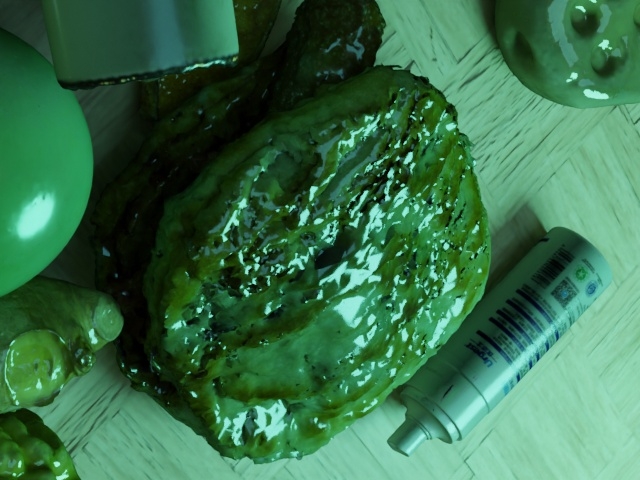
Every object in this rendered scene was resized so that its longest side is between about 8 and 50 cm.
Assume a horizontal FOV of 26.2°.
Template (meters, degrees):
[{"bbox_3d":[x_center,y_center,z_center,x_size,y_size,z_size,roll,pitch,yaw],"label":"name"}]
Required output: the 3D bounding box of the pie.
[{"bbox_3d":[0.000,0.022,1.247,0.395,0.180,0.418,-44,138,-11],"label":"pie"}]

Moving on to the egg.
[{"bbox_3d":[-0.295,-0.056,0.976,0.269,0.220,0.220,-1,107,-36],"label":"egg"}]

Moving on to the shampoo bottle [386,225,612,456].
[{"bbox_3d":[0.184,0.117,1.476,0.303,0.092,0.092,-45,127,-14],"label":"shampoo bottle"}]

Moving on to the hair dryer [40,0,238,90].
[{"bbox_3d":[-0.032,-0.232,0.966,0.362,0.128,0.203,-15,102,-31],"label":"hair dryer"}]

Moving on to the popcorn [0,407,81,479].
[{"bbox_3d":[-0.275,0.254,1.126,0.251,0.206,0.237,21,79,-51],"label":"popcorn"}]

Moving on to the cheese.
[{"bbox_3d":[0.286,-0.239,1.404,0.235,0.117,0.218,18,94,-38],"label":"cheese"}]

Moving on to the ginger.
[{"bbox_3d":[-0.261,0.081,1.074,0.216,0.157,0.102,-19,117,-40],"label":"ginger"}]

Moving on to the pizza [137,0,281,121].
[{"bbox_3d":[-0.106,-0.187,1.179,0.175,0.046,0.134,-43,129,-16],"label":"pizza"}]
